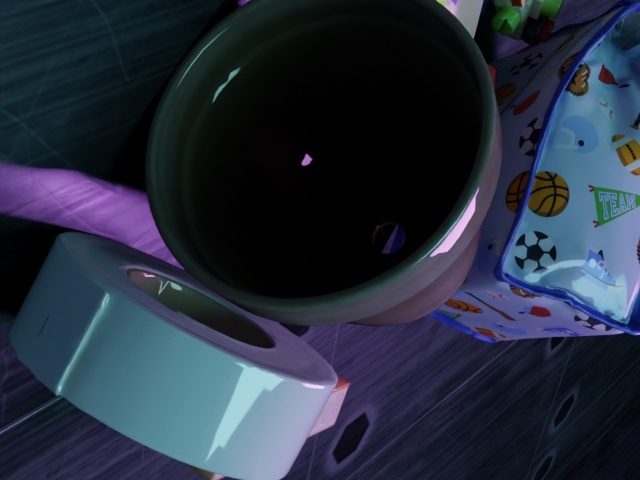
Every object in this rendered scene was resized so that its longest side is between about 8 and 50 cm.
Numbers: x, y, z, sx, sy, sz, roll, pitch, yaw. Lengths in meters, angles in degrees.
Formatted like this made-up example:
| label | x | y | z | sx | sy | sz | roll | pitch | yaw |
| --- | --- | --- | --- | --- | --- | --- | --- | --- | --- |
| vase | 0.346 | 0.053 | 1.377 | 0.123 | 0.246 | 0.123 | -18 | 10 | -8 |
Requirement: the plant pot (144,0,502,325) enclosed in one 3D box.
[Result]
| label | x | y | z | sx | sy | sz | roll | pitch | yaw |
| --- | --- | --- | --- | --- | --- | --- | --- | --- | --- |
| plant pot | 0.035 | -0.048 | 1.169 | 0.323 | 0.323 | 0.280 | -56 | 154 | -6 |

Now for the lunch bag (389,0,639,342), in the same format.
| label | x | y | z | sx | sy | sz | roll | pitch | yaw |
| --- | --- | --- | --- | --- | --- | --- | --- | --- | --- |
| lunch bag | 0.275 | -0.081 | 1.471 | 0.239 | 0.328 | 0.385 | 22 | 75 | -21 |

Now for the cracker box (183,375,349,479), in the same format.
| label | x | y | z | sx | sy | sz | roll | pitch | yaw |
| --- | --- | --- | --- | --- | --- | --- | --- | --- | --- |
| cracker box | -0.097 | 0.172 | 1.346 | 0.232 | 0.155 | 0.067 | -15 | 130 | -54 |

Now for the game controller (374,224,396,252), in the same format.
| label | x | y | z | sx | sy | sz | roll | pitch | yaw |
| --- | --- | --- | --- | --- | --- | --- | --- | --- | --- |
| game controller | 0.000 | 0.000 | 1.436 | 0.319 | 0.067 | 0.166 | -17 | 131 | -52 |

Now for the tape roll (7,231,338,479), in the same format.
| label | x | y | z | sx | sy | sz | roll | pitch | yaw |
| --- | --- | --- | --- | --- | --- | --- | --- | --- | --- |
| tape roll | -0.130 | 0.100 | 1.081 | 0.100 | 0.286 | 0.286 | -61 | 153 | 5 |

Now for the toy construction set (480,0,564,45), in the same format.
| label | x | y | z | sx | sy | sz | roll | pitch | yaw |
| --- | --- | --- | --- | --- | --- | --- | --- | --- | --- |
| toy construction set | 0.259 | -0.361 | 1.413 | 0.327 | 0.151 | 0.215 | -42 | 161 | -21 |

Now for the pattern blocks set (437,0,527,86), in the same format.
| label | x | y | z | sx | sy | sz | roll | pitch | yaw |
| --- | --- | --- | --- | --- | --- | --- | --- | --- | --- |
| pattern blocks set | 0.116 | -0.294 | 1.250 | 0.285 | 0.026 | 0.325 | 15 | 99 | -34 |
